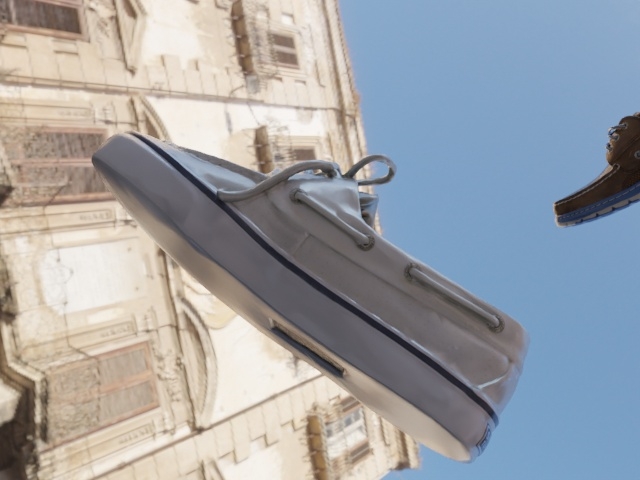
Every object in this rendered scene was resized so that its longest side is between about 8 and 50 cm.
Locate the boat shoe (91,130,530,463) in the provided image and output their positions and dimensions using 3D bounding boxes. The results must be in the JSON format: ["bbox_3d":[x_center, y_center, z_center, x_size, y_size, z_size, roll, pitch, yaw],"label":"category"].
[{"bbox_3d":[0.002,-0.003,0.491,0.367,0.156,0.136,34,-22,14],"label":"boat shoe"}]

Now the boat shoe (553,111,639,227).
[{"bbox_3d":[0.271,-0.073,0.520,0.183,0.066,0.066,-31,-100,24],"label":"boat shoe"}]
